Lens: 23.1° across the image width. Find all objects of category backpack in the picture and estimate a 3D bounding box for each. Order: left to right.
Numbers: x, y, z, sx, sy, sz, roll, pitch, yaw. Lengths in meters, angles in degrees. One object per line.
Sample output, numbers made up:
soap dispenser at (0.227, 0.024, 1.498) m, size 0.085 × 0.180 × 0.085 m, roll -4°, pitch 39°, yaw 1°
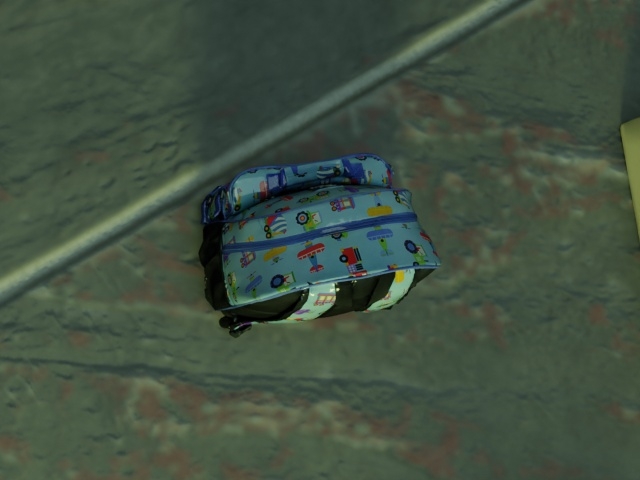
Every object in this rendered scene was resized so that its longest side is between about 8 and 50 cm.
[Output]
backpack at (0.000, 0.000, 1.120) m, size 0.158 × 0.173 × 0.116 m, roll -9°, pitch 87°, yaw -14°

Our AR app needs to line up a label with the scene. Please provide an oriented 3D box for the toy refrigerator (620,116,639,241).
toy refrigerator at (0.324, 0.026, 1.242) m, size 0.102 × 0.094 × 0.269 m, roll -8°, pitch 87°, yaw -15°
